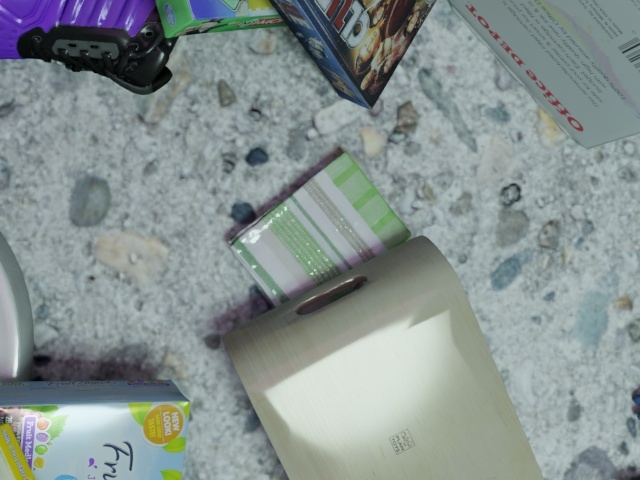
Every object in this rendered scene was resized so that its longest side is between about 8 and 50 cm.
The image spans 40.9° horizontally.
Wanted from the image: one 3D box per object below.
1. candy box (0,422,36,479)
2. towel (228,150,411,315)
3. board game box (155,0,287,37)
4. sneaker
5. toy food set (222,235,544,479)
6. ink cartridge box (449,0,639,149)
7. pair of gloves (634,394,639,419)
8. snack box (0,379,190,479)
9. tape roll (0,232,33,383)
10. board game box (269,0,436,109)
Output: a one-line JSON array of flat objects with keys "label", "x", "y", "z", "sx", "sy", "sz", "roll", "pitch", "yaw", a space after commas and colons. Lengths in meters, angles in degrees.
[{"label": "candy box", "x": -0.307, "y": 0.234, "z": 0.689, "sx": 0.206, "sy": 0.027, "sz": 0.105, "roll": -28, "pitch": 84, "yaw": 19}, {"label": "towel", "x": 0.000, "y": 0.000, "z": 0.850, "sx": 0.152, "sy": 0.023, "sz": 0.113, "roll": -39, "pitch": 97, "yaw": -8}, {"label": "board game box", "x": -0.088, "y": -0.346, "z": 0.765, "sx": 0.213, "sy": 0.046, "sz": 0.317, "roll": -19, "pitch": 94, "yaw": -44}, {"label": "sneaker", "x": -0.206, "y": -0.193, "z": 0.779, "sx": 0.293, "sy": 0.102, "sz": 0.146, "roll": -24, "pitch": 94, "yaw": -7}, {"label": "toy food set", "x": 0.068, "y": 0.179, "z": 0.833, "sx": 0.220, "sy": 0.092, "sz": 0.306, "roll": -26, "pitch": 102, "yaw": -7}, {"label": "ink cartridge box", "x": 0.260, "y": -0.216, "z": 0.736, "sx": 0.131, "sy": 0.306, "sz": 0.226, "roll": -44, "pitch": 95, "yaw": -6}, {"label": "pair of gloves", "x": 0.384, "y": 0.214, "z": 0.838, "sx": 0.159, "sy": 0.023, "sz": 0.198, "roll": 1, "pitch": 73, "yaw": 32}, {"label": "snack box", "x": -0.216, "y": 0.230, "z": 0.760, "sx": 0.175, "sy": 0.070, "sz": 0.207, "roll": 5, "pitch": 99, "yaw": -27}, {"label": "tape roll", "x": -0.459, "y": 0.096, "z": 0.764, "sx": 0.392, "sy": 0.072, "sz": 0.392, "roll": 0, "pitch": 90, "yaw": -7}, {"label": "board game box", "x": 0.036, "y": -0.236, "z": 0.746, "sx": 0.042, "sy": 0.243, "sz": 0.165, "roll": 30, "pitch": 87, "yaw": 24}]
